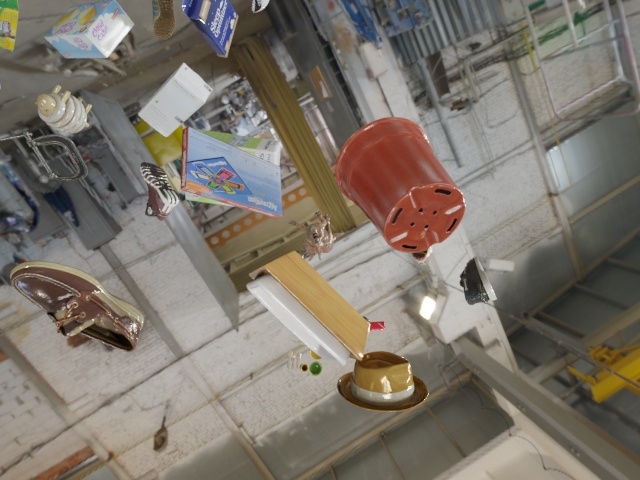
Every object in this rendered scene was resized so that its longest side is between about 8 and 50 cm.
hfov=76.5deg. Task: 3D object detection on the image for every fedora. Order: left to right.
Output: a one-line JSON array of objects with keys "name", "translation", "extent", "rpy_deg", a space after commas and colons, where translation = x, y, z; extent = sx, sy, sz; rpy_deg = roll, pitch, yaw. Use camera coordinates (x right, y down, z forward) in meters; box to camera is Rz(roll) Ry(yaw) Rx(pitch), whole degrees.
[{"name": "fedora", "translation": [0.133, 0.292, 0.874], "extent": [0.195, 0.079, 0.194], "rpy_deg": [0, -171, 0]}]

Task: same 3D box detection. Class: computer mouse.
[{"name": "computer mouse", "translation": [-0.162, -0.741, 1.178], "extent": [0.193, 0.042, 0.105], "rpy_deg": [138, -31, -70]}]

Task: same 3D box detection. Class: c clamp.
[{"name": "c clamp", "translation": [-0.661, -0.204, 0.997], "extent": [0.137, 0.160, 0.022], "rpy_deg": [-17, -130, -7]}]

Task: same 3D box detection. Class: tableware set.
[{"name": "tableware set", "translation": [-0.027, 0.275, 1.077], "extent": [0.024, 0.104, 0.153], "rpy_deg": [-24, -129, 64]}]

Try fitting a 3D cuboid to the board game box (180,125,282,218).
[{"name": "board game box", "translation": [-0.200, -0.151, 0.968], "extent": [0.027, 0.144, 0.281], "rpy_deg": [-18, 159, 36]}]

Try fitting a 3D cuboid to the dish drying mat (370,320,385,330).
[{"name": "dish drying mat", "translation": [0.201, 0.323, 1.533], "extent": [0.084, 0.032, 0.008], "rpy_deg": [-9, 174, 21]}]

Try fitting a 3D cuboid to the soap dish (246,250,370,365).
[{"name": "soap dish", "translation": [-0.032, 0.153, 0.956], "extent": [0.118, 0.291, 0.229], "rpy_deg": [-47, -174, -18]}]

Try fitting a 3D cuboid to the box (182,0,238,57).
[{"name": "box", "translation": [-0.303, -0.637, 1.139], "extent": [0.037, 0.136, 0.225], "rpy_deg": [14, 178, 13]}]

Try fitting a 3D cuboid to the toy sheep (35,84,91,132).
[{"name": "toy sheep", "translation": [-0.554, -0.278, 0.885], "extent": [0.091, 0.091, 0.132], "rpy_deg": [-25, 165, 10]}]

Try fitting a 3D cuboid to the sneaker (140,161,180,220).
[{"name": "sneaker", "translation": [-0.680, -0.186, 1.638], "extent": [0.107, 0.281, 0.162], "rpy_deg": [9, 123, -49]}]

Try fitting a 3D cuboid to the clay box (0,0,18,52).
[{"name": "clay box", "translation": [-0.875, -0.629, 1.119], "extent": [0.053, 0.127, 0.222], "rpy_deg": [-5, 173, -42]}]

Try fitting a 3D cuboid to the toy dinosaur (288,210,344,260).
[{"name": "toy dinosaur", "translation": [0.000, 0.000, 1.614], "extent": [0.127, 0.200, 0.296], "rpy_deg": [-33, 153, 23]}]

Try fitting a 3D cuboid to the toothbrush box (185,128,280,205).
[{"name": "toothbrush box", "translation": [-0.282, -0.226, 1.310], "extent": [0.284, 0.206, 0.122], "rpy_deg": [8, -149, -1]}]

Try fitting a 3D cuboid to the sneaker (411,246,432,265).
[{"name": "sneaker", "translation": [0.426, 0.004, 1.691], "extent": [0.088, 0.092, 0.225], "rpy_deg": [3, -125, 28]}]

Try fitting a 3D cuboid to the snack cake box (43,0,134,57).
[{"name": "snack cake box", "translation": [-0.738, -0.667, 1.292], "extent": [0.265, 0.089, 0.152], "rpy_deg": [15, -112, 32]}]

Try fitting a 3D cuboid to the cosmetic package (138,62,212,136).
[{"name": "cosmetic package", "translation": [-0.467, -0.443, 1.300], "extent": [0.231, 0.117, 0.085], "rpy_deg": [-23, -139, 38]}]

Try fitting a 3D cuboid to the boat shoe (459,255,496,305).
[{"name": "boat shoe", "translation": [0.518, 0.132, 1.384], "extent": [0.091, 0.114, 0.302], "rpy_deg": [-23, -177, 17]}]

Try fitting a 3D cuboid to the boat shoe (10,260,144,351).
[{"name": "boat shoe", "translation": [-0.591, 0.177, 1.003], "extent": [0.123, 0.342, 0.123], "rpy_deg": [-31, -140, 10]}]

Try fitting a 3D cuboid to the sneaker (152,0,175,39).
[{"name": "sneaker", "translation": [-0.487, -0.726, 1.257], "extent": [0.065, 0.086, 0.192], "rpy_deg": [-7, 162, -26]}]

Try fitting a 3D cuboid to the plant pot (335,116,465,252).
[{"name": "plant pot", "translation": [0.204, -0.127, 1.015], "extent": [0.273, 0.272, 0.265], "rpy_deg": [-27, -138, 4]}]
